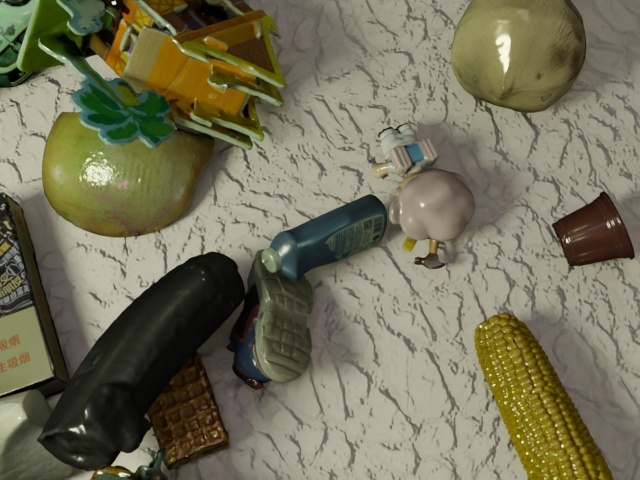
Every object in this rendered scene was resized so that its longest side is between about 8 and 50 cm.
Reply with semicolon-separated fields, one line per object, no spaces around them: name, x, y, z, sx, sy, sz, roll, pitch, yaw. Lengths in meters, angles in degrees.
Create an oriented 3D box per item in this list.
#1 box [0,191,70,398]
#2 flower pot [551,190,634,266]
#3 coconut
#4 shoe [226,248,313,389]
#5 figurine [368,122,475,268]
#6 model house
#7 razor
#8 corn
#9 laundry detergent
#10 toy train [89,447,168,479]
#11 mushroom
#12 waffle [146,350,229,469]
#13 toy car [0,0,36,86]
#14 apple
box;-0.510;0.104;1.331;0.198;0.084;0.310;-20;71;-4
flower pot;0.395;-0.006;1.318;0.089;0.111;0.111;-23;71;10
coconut;0.303;-0.292;1.366;0.224;0.224;0.224;-1;71;3
shoe;-0.079;0.124;1.308;0.099;0.125;0.227;22;42;-25
figurine;0.157;-0.077;1.343;0.137;0.112;0.229;-13;68;-25
model house;-0.205;-0.274;1.300;0.313;0.242;0.358;43;39;12
razor;-0.237;0.152;1.207;0.107;0.189;0.327;46;52;-15
corn;0.302;0.242;1.231;0.106;0.106;0.305;-22;71;-4
laundry detergent;0.001;0.001;1.300;0.206;0.096;0.061;-23;64;-30
toy train;-0.266;0.472;1.114;0.178;0.249;0.429;7;57;26
mushroom;-0.544;0.320;1.215;0.397;0.177;0.126;-23;55;-2
waffle;-0.197;0.242;1.288;0.103;0.042;0.148;-22;71;-3
toy car;-0.524;-0.304;1.450;0.125;0.136;0.306;41;78;-7
apple;-0.315;-0.104;1.378;0.265;0.120;0.193;11;82;9
